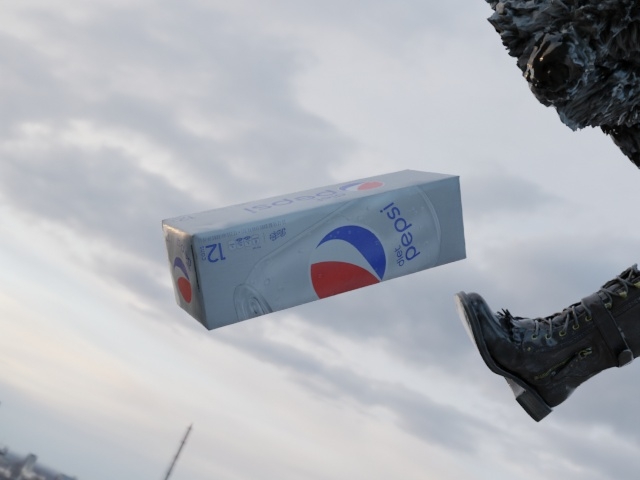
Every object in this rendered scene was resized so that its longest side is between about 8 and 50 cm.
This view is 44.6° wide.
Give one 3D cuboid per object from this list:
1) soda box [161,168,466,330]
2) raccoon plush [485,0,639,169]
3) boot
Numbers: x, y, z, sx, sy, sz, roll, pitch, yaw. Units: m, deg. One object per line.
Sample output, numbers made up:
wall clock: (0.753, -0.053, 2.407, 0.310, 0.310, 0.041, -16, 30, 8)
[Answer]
soda box: (0.000, 0.000, 0.766, 0.286, 0.091, 0.098, -14, 15, -25)
raccoon plush: (0.380, -0.257, 0.799, 0.299, 0.216, 0.446, -33, -32, 34)
boot: (0.318, 0.102, 1.009, 0.263, 0.229, 0.091, 48, 12, -30)
